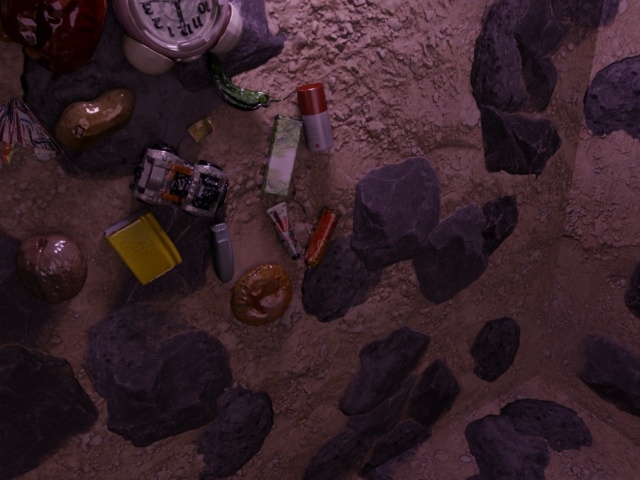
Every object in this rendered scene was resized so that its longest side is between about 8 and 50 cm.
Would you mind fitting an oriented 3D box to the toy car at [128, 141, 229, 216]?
[{"bbox_3d":[-0.429,-0.181,1.426,0.301,0.118,0.193,17,100,-36],"label":"toy car"}]

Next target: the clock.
[{"bbox_3d":[-0.395,-0.637,1.204,0.341,0.184,0.326,-24,126,-13],"label":"clock"}]

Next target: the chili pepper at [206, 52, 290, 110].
[{"bbox_3d":[-0.244,-0.474,1.430,0.278,0.065,0.122,21,104,-31],"label":"chili pepper"}]

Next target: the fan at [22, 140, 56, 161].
[{"bbox_3d":[-0.783,-0.244,1.256,0.083,0.004,0.056,-21,121,-20],"label":"fan"}]

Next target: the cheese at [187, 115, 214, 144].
[{"bbox_3d":[-0.370,-0.352,1.427,0.084,0.041,0.060,-32,118,4],"label":"cheese"}]

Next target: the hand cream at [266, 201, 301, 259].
[{"bbox_3d":[-0.128,-0.031,1.716,0.080,0.050,0.234,-27,117,-13],"label":"hand cream"}]

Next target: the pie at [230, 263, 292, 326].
[{"bbox_3d":[-0.227,0.214,1.752,0.273,0.069,0.274,-9,112,-24],"label":"pie"}]

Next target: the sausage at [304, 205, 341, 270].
[{"bbox_3d":[0.000,0.000,1.785,0.083,0.083,0.264,14,105,-34],"label":"sausage"}]

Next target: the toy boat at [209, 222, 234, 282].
[{"bbox_3d":[-0.350,0.049,1.605,0.078,0.085,0.261,-18,130,-23],"label":"toy boat"}]

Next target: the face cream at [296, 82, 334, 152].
[{"bbox_3d":[-0.017,-0.425,1.566,0.095,0.096,0.214,-23,121,-20],"label":"face cream"}]

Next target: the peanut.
[{"bbox_3d":[-0.616,-0.341,1.246,0.236,0.110,0.120,-39,117,-12],"label":"peanut"}]

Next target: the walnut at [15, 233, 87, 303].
[{"bbox_3d":[-0.777,0.089,1.317,0.178,0.178,0.231,-9,127,-27],"label":"walnut"}]

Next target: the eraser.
[{"bbox_3d":[-0.568,0.020,1.462,0.157,0.069,0.226,-32,124,-11],"label":"eraser"}]

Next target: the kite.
[{"bbox_3d":[-0.814,-0.289,1.210,0.241,0.014,0.184,13,104,-33],"label":"kite"}]

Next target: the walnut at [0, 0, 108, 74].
[{"bbox_3d":[-0.643,-0.558,1.089,0.269,0.243,0.222,-57,165,-4],"label":"walnut"}]

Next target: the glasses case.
[{"bbox_3d":[-0.138,-0.293,1.577,0.095,0.062,0.273,7,107,-24],"label":"glasses case"}]
